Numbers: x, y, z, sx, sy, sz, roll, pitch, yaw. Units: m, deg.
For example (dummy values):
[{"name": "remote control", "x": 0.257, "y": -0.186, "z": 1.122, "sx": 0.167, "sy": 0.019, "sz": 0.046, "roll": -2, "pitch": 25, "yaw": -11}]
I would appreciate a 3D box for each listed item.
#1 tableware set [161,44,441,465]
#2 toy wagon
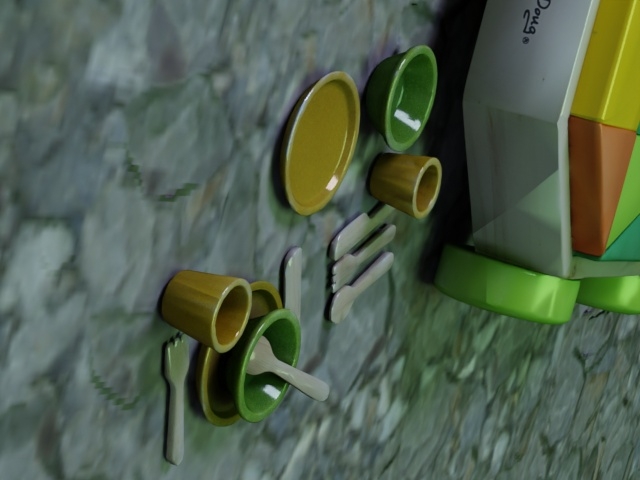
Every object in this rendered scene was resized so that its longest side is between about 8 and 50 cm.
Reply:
[{"name": "tableware set", "x": 0.000, "y": 0.000, "z": 0.559, "sx": 0.154, "sy": 0.024, "sz": 0.104, "roll": -39, "pitch": 139, "yaw": -49}, {"name": "toy wagon", "x": 0.151, "y": -0.099, "z": 0.753, "sx": 0.344, "sy": 0.068, "sz": 0.267, "roll": 2, "pitch": 105, "yaw": -64}]
